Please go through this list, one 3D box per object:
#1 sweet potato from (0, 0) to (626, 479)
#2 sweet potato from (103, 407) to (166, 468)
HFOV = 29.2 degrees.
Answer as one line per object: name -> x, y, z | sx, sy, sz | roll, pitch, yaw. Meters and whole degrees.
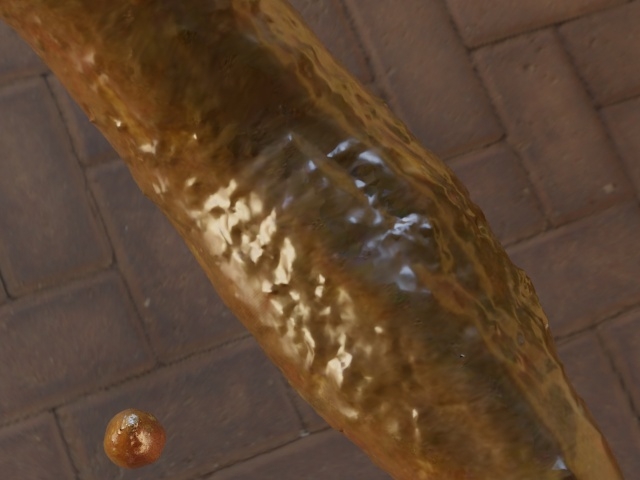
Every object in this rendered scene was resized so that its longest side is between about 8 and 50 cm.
sweet potato -> 0.000, -0.003, 0.427 | 0.092, 0.114, 0.341 | -41, 91, 28
sweet potato -> -0.103, 0.113, 0.691 | 0.034, 0.095, 0.034 | 0, 74, 1
